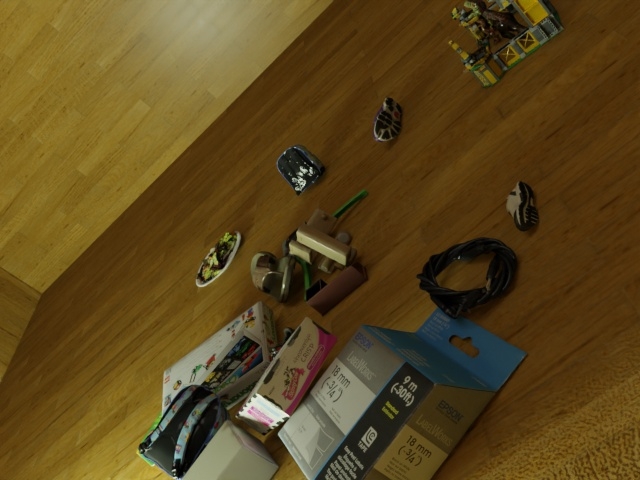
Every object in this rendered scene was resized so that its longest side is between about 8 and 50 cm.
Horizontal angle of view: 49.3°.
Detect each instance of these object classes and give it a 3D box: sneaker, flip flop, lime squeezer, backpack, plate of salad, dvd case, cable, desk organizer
[{"bbox_3d":[0.162,-0.290,1.750,0.071,0.068,0.170,-50,11,39],"label":"sneaker"},{"bbox_3d":[-0.127,0.075,1.638,0.277,0.080,0.112,19,97,66],"label":"flip flop"},{"bbox_3d":[0.000,0.000,1.602,0.110,0.059,0.310,-10,45,55],"label":"lime squeezer"},{"bbox_3d":[-0.250,0.383,1.384,0.158,0.117,0.173,13,66,43],"label":"backpack"},{"bbox_3d":[-0.309,0.048,2.058,0.199,0.048,0.200,-37,28,24],"label":"plate of salad"},{"bbox_3d":[-0.059,0.010,1.737,0.087,0.013,0.119,-43,26,15],"label":"dvd case"},{"bbox_3d":[0.235,0.047,1.144,0.150,0.047,0.184,-41,24,3],"label":"cable"},{"bbox_3d":[-0.056,-0.202,1.907,0.105,0.114,0.084,-40,7,24],"label":"backpack"},{"bbox_3d":[0.031,0.091,1.427,0.130,0.050,0.047,-41,26,19],"label":"desk organizer"},{"bbox_3d":[-0.081,0.243,1.386,0.061,0.065,0.158,-22,37,46],"label":"sneaker"},{"bbox_3d":[0.330,-0.049,1.151,0.044,0.040,0.109,-51,15,40],"label":"sneaker"}]

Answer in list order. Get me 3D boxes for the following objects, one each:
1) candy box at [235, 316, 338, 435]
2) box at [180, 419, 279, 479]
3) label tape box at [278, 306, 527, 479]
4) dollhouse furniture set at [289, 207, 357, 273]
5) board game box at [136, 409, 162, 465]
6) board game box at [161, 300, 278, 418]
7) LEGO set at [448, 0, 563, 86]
[{"bbox_3d":[-0.063,0.245,1.227,0.159,0.071,0.233,-55,-1,-26],"label":"candy box"},{"bbox_3d":[-0.203,0.470,1.240,0.275,0.094,0.113,-52,25,-4],"label":"box"},{"bbox_3d":[0.107,0.233,1.040,0.334,0.106,0.240,-52,25,-4],"label":"label tape box"},{"bbox_3d":[0.021,-0.018,1.485,0.123,0.144,0.151,-59,-13,-19],"label":"dollhouse furniture set"},{"bbox_3d":[-0.327,0.396,1.618,0.124,0.039,0.259,1,52,58],"label":"board game box"},{"bbox_3d":[-0.223,0.287,1.526,0.305,0.053,0.193,-36,34,16],"label":"board game box"},{"bbox_3d":[0.378,-0.521,1.534,0.254,0.192,0.331,-29,32,38],"label":"LEGO set"}]
